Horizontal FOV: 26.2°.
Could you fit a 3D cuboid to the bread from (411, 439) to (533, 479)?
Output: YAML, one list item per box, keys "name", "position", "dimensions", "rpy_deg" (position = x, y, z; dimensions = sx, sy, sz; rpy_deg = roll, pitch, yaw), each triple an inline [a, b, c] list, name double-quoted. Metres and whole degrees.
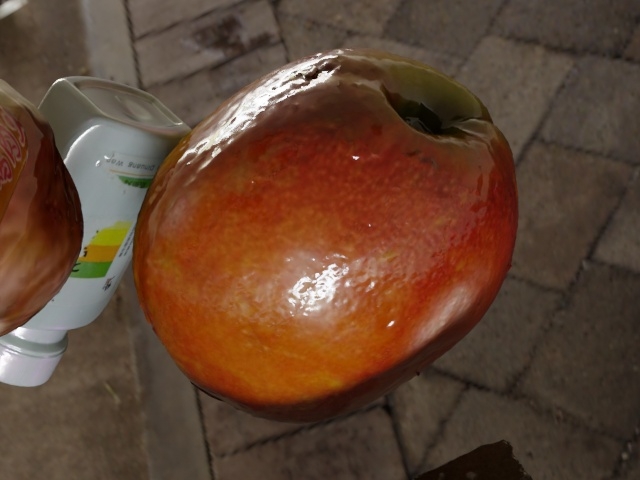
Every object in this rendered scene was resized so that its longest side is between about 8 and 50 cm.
- name: "bread"
  position: [0.007, 0.328, 1.130]
  dimensions: [0.416, 0.165, 0.113]
  rpy_deg: [-29, 32, 0]

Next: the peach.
- name: "peach"
  position: [0.002, 0.002, 1.263]
  dimensions: [0.372, 0.373, 0.290]
  rpy_deg: [-38, 69, -10]

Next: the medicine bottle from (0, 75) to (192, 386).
- name: "medicine bottle"
  position: [-0.247, -0.006, 1.326]
  dimensions: [0.111, 0.161, 0.296]
  rpy_deg: [43, 111, 30]

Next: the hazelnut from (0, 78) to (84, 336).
- name: "hazelnut"
  position: [-0.311, -0.008, 1.086]
  dimensions: [0.261, 0.261, 0.241]
  rpy_deg: [-14, 60, 10]

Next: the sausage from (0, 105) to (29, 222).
- name: "sausage"
  position: [-0.242, -0.003, 0.865]
  dimensions: [0.071, 0.071, 0.234]
  rpy_deg: [-13, 33, 11]
